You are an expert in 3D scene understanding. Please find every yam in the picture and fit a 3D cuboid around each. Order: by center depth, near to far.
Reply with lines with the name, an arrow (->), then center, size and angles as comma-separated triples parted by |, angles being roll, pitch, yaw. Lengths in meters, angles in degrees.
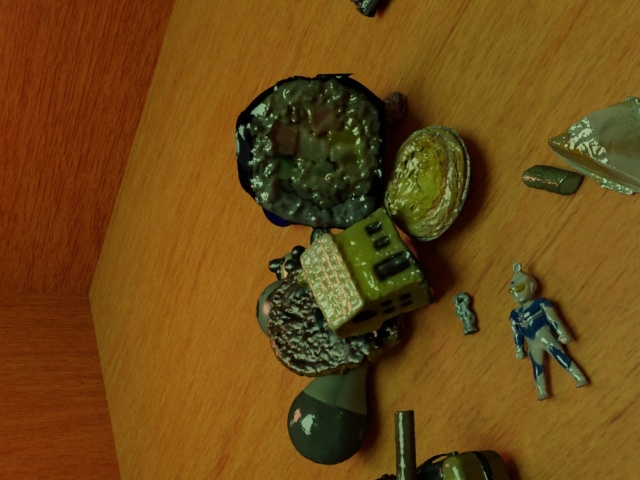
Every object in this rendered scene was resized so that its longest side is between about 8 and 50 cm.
yam -> 0.385, -0.102, 1.050 | 0.094, 0.043, 0.043 | 31, 111, 55
yam -> 0.150, 0.457, 1.065 | 0.045, 0.045, 0.326 | -11, 75, 36

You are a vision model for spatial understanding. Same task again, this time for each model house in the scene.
model house -> 0.084, 0.080, 1.274 | 0.234, 0.175, 0.193 | -29, 61, 6

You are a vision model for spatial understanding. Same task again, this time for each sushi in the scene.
sushi -> -0.013, -0.204, 1.397 | 0.285, 0.329, 0.327 | -99, 6, -73

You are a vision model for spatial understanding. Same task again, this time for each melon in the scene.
melon -> 0.435, -0.150, 0.939 | 0.202, 0.093, 0.139 | 40, 111, 47

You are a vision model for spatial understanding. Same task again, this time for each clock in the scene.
clock -> 0.000, 0.000, 1.654 | 0.085, 0.017, 0.085 | -12, 76, 56

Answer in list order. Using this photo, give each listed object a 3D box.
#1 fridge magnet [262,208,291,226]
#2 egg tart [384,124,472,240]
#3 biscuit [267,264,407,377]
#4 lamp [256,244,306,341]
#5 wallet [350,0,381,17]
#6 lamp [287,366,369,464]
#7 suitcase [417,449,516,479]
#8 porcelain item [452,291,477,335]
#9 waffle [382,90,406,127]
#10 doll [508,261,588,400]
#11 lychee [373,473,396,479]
fridge magnet -> -0.089, -0.168, 1.730 | 0.265, 0.113, 0.265 | -15, 72, 56
egg tart -> 0.224, -0.112, 1.255 | 0.234, 0.094, 0.234 | -19, 68, 57
biscuit -> 0.036, 0.161, 1.408 | 0.334, 0.081, 0.289 | -12, 62, 21
lamp -> -0.070, 0.147, 1.602 | 0.198, 0.198, 0.243 | -33, 49, 51
wallet -> 0.131, -0.697, 1.514 | 0.221, 0.072, 0.262 | -55, 36, 39
lamp -> 0.055, 0.356, 1.418 | 0.313, 0.182, 0.182 | -54, 36, -1
suitcase -> 0.253, 0.484, 1.074 | 0.194, 0.143, 0.234 | -46, 49, 45
porcelain item -> 0.276, 0.137, 1.198 | 0.036, 0.028, 0.083 | -26, 61, 35
waffle -> 0.164, -0.298, 1.434 | 0.083, 0.029, 0.075 | -34, 55, 54
doll -> 0.356, 0.145, 1.048 | 0.114, 0.057, 0.227 | -44, 52, 51
lychee -> 0.131, 0.561, 1.228 | 0.188, 0.188, 0.188 | -13, 75, 56
